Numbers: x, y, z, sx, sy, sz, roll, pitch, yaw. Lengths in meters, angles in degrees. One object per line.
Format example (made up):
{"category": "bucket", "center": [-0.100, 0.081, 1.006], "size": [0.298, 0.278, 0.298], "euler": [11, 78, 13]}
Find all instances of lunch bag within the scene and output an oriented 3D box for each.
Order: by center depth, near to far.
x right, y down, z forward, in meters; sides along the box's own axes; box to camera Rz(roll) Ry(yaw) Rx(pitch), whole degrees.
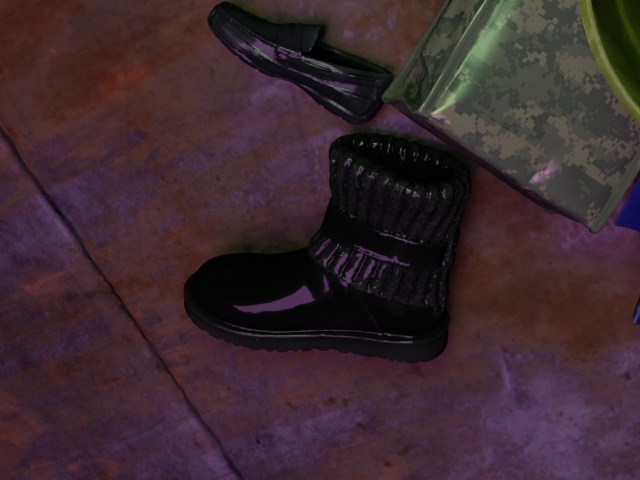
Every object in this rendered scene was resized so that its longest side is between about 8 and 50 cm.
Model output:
{"category": "lunch bag", "center": [0.239, -0.195, 1.352], "size": [0.235, 0.169, 0.287], "euler": [31, 94, -15]}

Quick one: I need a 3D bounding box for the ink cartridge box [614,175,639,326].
{"category": "ink cartridge box", "center": [0.511, 0.018, 1.400], "size": [0.395, 0.151, 0.270], "euler": [27, 124, 8]}

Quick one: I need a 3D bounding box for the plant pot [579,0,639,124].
{"category": "plant pot", "center": [0.434, -0.274, 1.145], "size": [0.366, 0.353, 0.367], "euler": [10, 120, 18]}

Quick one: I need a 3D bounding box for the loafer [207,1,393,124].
{"category": "loafer", "center": [-0.021, -0.216, 1.535], "size": [0.223, 0.076, 0.078], "euler": [30, 119, -1]}

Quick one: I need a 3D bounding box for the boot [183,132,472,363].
{"category": "boot", "center": [0.002, -0.002, 1.600], "size": [0.347, 0.131, 0.260], "euler": [5, 126, 8]}
